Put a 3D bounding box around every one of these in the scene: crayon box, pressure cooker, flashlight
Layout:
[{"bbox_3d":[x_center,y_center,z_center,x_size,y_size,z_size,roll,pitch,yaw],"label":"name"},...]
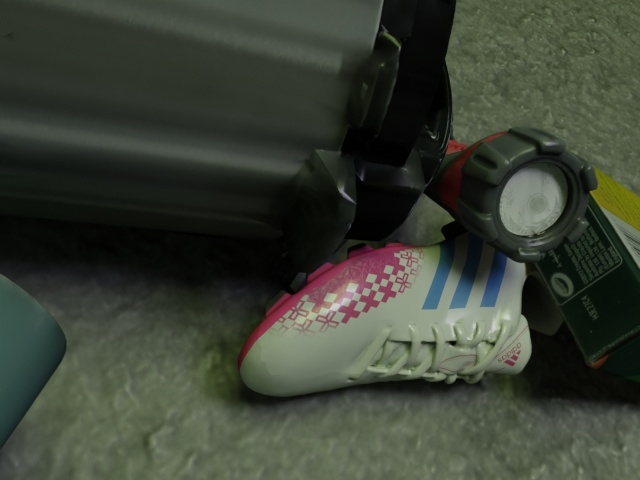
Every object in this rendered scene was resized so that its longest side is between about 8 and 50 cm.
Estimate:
[{"bbox_3d":[0.328,0.048,0.685,0.319,0.081,0.202,21,39,-36],"label":"crayon box"},{"bbox_3d":[-0.088,-0.179,0.550,0.421,0.369,0.375,5,10,-23],"label":"pressure cooker"},{"bbox_3d":[0.132,-0.079,0.656,0.103,0.103,0.304,-2,21,-12],"label":"flashlight"}]

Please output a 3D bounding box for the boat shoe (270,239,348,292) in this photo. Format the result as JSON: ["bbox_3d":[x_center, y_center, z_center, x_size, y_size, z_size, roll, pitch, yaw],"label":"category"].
[{"bbox_3d":[0.000,0.000,0.666,0.038,0.046,0.125,39,54,8],"label":"boat shoe"}]

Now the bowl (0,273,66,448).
[{"bbox_3d":[-0.292,0.086,0.304,0.312,0.311,0.163,14,61,-11],"label":"bowl"}]

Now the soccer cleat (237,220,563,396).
[{"bbox_3d":[0.093,0.069,0.586,0.331,0.116,0.143,-20,56,-37],"label":"soccer cleat"}]
